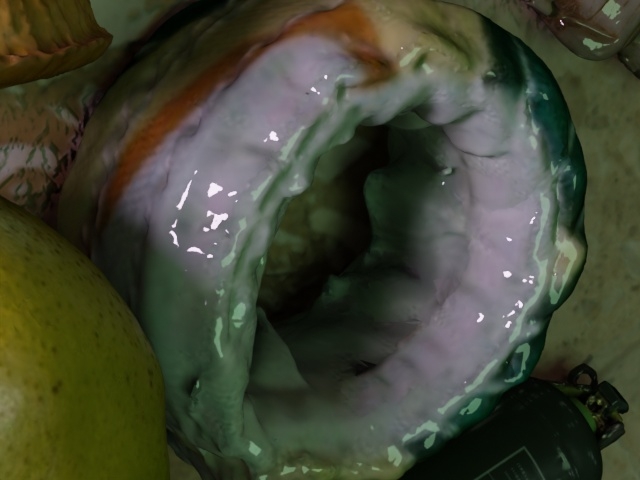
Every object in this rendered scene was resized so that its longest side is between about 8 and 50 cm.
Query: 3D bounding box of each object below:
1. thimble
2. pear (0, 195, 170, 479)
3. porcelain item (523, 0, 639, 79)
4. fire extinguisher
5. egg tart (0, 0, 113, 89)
[{"bbox_3d":[0.000,0.000,0.957,0.254,0.167,0.288,32,89,-35],"label":"thimble"},{"bbox_3d":[-0.205,0.099,0.796,0.294,0.294,0.294,-12,114,-28],"label":"pear"},{"bbox_3d":[0.158,-0.156,1.065,0.213,0.054,0.084,37,89,-35],"label":"porcelain item"},{"bbox_3d":[0.082,0.168,1.121,0.311,0.095,0.114,-32,159,-17],"label":"fire extinguisher"},{"bbox_3d":[-0.202,-0.125,0.771,0.215,0.215,0.171,-12,101,-28],"label":"egg tart"}]
